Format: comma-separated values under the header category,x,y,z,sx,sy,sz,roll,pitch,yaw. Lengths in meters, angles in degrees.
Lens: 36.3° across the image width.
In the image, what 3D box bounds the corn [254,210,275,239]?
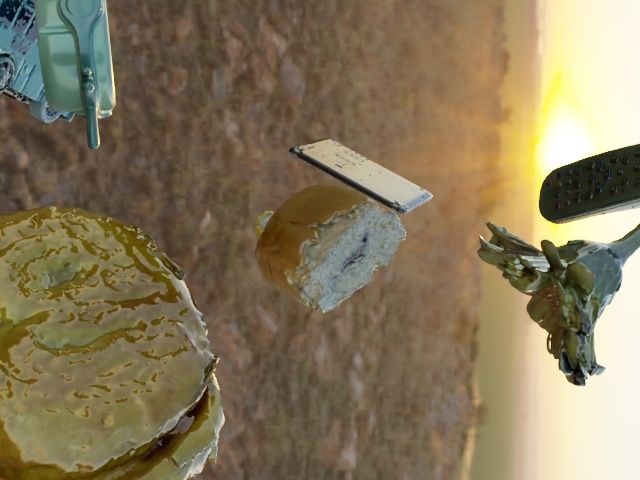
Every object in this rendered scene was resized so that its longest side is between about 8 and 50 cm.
category,x,y,z,sx,sy,sz,roll,pitch,yaw
corn,-0.073,0.000,1.763,0.206,0.067,0.067,62,32,-69

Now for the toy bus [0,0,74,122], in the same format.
category,x,y,z,sx,sy,sz,roll,pitch,yaw
toy bus,-0.369,-0.241,1.130,0.147,0.128,0.256,-64,165,-2

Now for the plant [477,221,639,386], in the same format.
category,x,y,z,sx,sy,sz,roll,pitch,yaw
plant,0.385,0.083,1.435,0.306,0.297,0.261,-160,-117,-76

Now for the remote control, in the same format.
category,x,y,z,sx,sy,sz,roll,pitch,yaw
remote control,0.335,-0.066,1.052,0.042,0.222,0.072,33,57,-38

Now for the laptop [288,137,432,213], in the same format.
category,x,y,z,sx,sy,sz,roll,pitch,yaw
laptop,0.058,-0.091,1.330,0.129,0.180,0.016,-28,145,-62

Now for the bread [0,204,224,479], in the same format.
category,x,y,z,sx,sy,sz,roll,pitch,yaw
bread,-0.176,0.076,0.635,0.198,0.236,0.120,-16,147,-35

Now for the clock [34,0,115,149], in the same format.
category,x,y,z,sx,sy,sz,roll,pitch,yaw
clock,-0.230,-0.189,0.917,0.159,0.066,0.211,99,-19,-52

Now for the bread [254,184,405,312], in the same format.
category,x,y,z,sx,sy,sz,roll,pitch,yaw
bread,0.001,0.000,0.904,0.125,0.106,0.082,-47,140,-20
